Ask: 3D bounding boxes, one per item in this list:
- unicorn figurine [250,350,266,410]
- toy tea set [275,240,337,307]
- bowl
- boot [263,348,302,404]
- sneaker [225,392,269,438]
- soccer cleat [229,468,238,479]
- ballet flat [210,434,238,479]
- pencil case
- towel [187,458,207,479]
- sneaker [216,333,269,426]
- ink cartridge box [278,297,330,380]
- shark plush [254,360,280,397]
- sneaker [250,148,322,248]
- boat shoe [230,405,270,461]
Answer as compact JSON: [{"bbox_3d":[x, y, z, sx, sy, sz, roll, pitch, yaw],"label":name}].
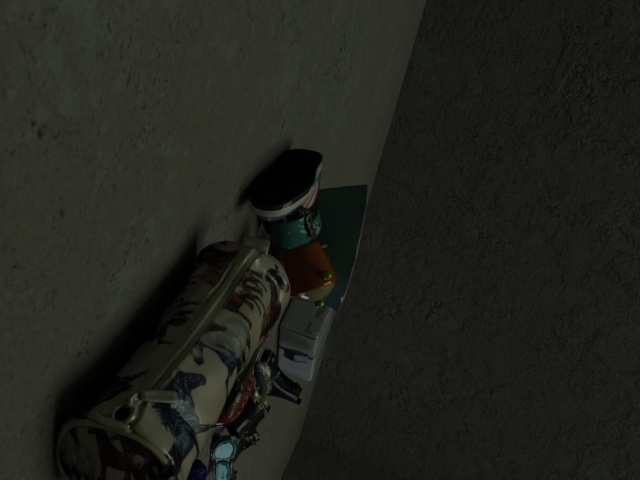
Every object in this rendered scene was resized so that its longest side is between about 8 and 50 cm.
[{"bbox_3d":[-0.162,0.272,1.422,0.060,0.111,0.161,8,92,-49],"label":"unicorn figurine"},{"bbox_3d":[-0.059,0.088,1.367,0.336,0.200,0.124,12,59,-85],"label":"toy tea set"},{"bbox_3d":[0.000,0.000,1.606,0.311,0.163,0.311,-167,-90,-89],"label":"bowl"},{"bbox_3d":[-0.111,0.408,1.991,0.197,0.137,0.076,98,13,-49],"label":"boot"},{"bbox_3d":[-0.208,0.474,1.787,0.118,0.083,0.222,-46,169,-24],"label":"sneaker"},{"bbox_3d":[-0.279,0.730,1.873,0.196,0.068,0.076,-64,173,-55],"label":"soccer cleat"},{"bbox_3d":[-0.248,0.537,1.698,0.070,0.070,0.188,-60,168,-53],"label":"ballet flat"},{"bbox_3d":[-0.177,0.160,0.914,0.183,0.160,0.410,-59,-179,39],"label":"pencil case"},{"bbox_3d":[-0.322,0.575,1.243,0.308,0.076,0.227,-56,170,-62],"label":"towel"},{"bbox_3d":[-0.173,0.235,1.331,0.135,0.098,0.275,80,28,-74],"label":"sneaker"},{"bbox_3d":[-0.043,0.287,2.194,0.307,0.129,0.223,98,14,-54],"label":"ink cartridge box"},{"bbox_3d":[-0.177,0.413,1.893,0.067,0.073,0.161,-13,128,-57],"label":"shark plush"},{"bbox_3d":[-0.068,-0.056,1.314,0.295,0.124,0.178,-59,156,-61],"label":"sneaker"},{"bbox_3d":[-0.205,0.548,1.901,0.228,0.076,0.080,-61,167,-53],"label":"boat shoe"}]
